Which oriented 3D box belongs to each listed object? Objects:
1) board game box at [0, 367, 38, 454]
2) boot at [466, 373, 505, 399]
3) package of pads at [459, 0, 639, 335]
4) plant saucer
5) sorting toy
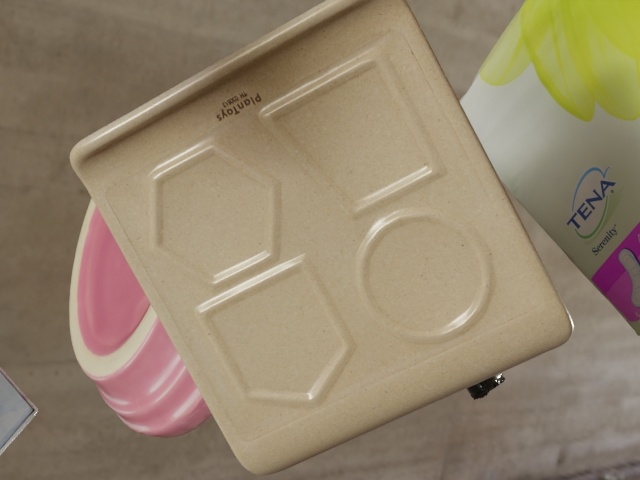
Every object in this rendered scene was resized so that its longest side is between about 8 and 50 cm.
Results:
[{"bbox_3d":[-0.312,0.051,0.491,0.066,0.319,0.318,-33,11,22],"label":"board game box"},{"bbox_3d":[0.122,0.093,0.985,0.045,0.099,0.121,-30,-3,10],"label":"boot"},{"bbox_3d":[0.235,-0.110,0.741,0.101,0.296,0.229,-19,61,-40],"label":"package of pads"},{"bbox_3d":[-0.147,0.012,1.040,0.084,0.332,0.332,17,1,-31],"label":"plant saucer"},{"bbox_3d":[0.000,0.000,0.574,0.193,0.208,0.038,-27,10,15],"label":"sorting toy"}]
